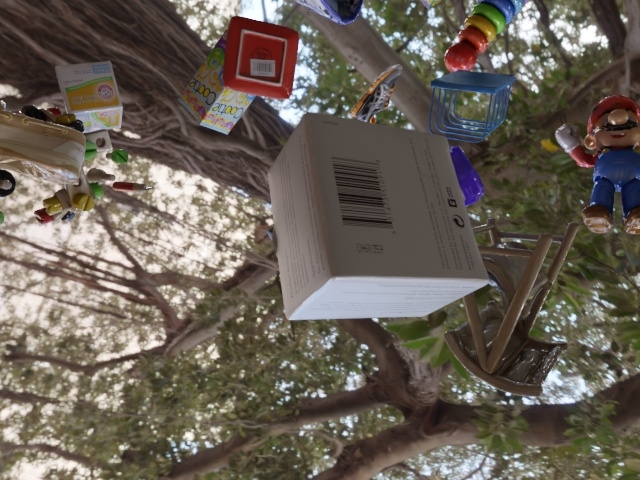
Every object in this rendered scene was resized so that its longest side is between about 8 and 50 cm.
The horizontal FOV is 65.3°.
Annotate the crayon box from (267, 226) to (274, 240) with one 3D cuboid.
[{"bbox_3d":[0.000,0.000,1.534,0.323,0.083,0.203,-23,-81,44],"label":"crayon box"}]

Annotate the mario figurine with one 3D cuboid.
[{"bbox_3d":[0.620,-0.183,1.049,0.170,0.198,0.320,124,-19,-64],"label":"mario figurine"}]

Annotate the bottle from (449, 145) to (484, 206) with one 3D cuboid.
[{"bbox_3d":[0.148,-0.064,0.914,0.283,0.092,0.118,-27,-145,16],"label":"bottle"}]

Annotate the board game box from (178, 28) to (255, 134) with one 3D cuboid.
[{"bbox_3d":[-0.304,-0.508,1.623,0.275,0.144,0.142,-48,-113,19],"label":"board game box"}]

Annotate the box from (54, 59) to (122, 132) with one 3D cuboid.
[{"bbox_3d":[-0.517,-0.318,1.126,0.203,0.114,0.103,-1,-77,68],"label":"box"}]

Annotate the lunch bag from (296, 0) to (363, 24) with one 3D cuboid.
[{"bbox_3d":[-0.018,-0.780,1.279,0.239,0.385,0.327,-22,-138,-14],"label":"lunch bag"}]

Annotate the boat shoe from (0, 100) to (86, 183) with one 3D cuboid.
[{"bbox_3d":[-0.315,-0.107,0.481,0.063,0.170,0.059,-33,-138,59],"label":"boat shoe"}]

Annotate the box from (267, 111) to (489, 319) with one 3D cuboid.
[{"bbox_3d":[0.053,-0.018,0.533,0.119,0.182,0.180,-45,-132,54],"label":"box"}]

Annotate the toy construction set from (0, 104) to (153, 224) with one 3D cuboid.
[{"bbox_3d":[-0.485,-0.141,1.033,0.237,0.309,0.257,9,-87,35],"label":"toy construction set"}]

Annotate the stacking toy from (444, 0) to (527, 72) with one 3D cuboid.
[{"bbox_3d":[0.463,-0.615,1.402,0.330,0.141,0.141,-55,-135,7],"label":"stacking toy"}]

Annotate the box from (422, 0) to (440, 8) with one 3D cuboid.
[{"bbox_3d":[0.261,-0.637,1.191,0.043,0.179,0.105,-34,-88,2],"label":"box"}]

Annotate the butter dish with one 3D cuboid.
[{"bbox_3d":[-0.143,-0.409,1.147,0.118,0.160,0.159,-150,-113,-72],"label":"butter dish"}]

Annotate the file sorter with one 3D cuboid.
[{"bbox_3d":[0.294,-0.265,0.975,0.118,0.170,0.104,16,-60,27],"label":"file sorter"}]

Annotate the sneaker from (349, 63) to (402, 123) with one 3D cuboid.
[{"bbox_3d":[0.178,-0.429,1.476,0.215,0.083,0.084,-46,-175,44],"label":"sneaker"}]

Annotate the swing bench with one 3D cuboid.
[{"bbox_3d":[0.331,0.097,0.866,0.165,0.253,0.254,6,-81,34],"label":"swing bench"}]
